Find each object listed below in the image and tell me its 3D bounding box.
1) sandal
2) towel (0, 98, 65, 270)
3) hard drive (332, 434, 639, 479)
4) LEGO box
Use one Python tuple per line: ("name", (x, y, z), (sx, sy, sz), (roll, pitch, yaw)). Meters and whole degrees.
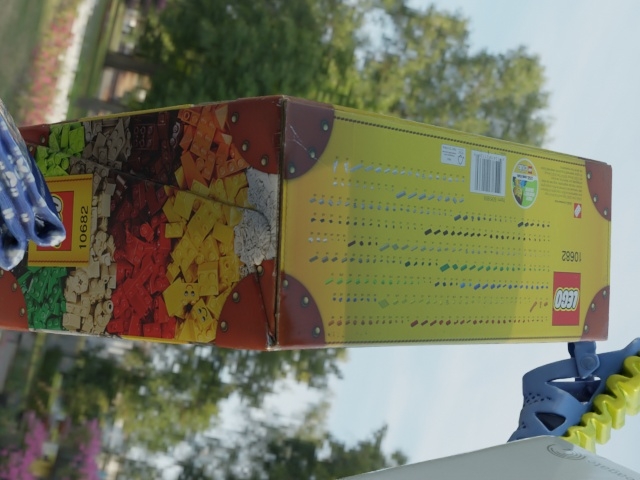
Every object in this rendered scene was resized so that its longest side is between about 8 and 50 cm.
("sandal", (0.315, 0.222, 1.485), (0.317, 0.138, 0.126), (-38, 149, -22))
("towel", (-0.215, -0.153, 0.500), (0.336, 0.040, 0.243), (64, -9, -17))
("hard drive", (0.107, 0.193, 0.656), (0.233, 0.353, 0.047), (19, -75, 47))
("LEGO box", (0.000, 0.000, 1.110), (0.372, 0.500, 0.193), (-1, -93, 43))
